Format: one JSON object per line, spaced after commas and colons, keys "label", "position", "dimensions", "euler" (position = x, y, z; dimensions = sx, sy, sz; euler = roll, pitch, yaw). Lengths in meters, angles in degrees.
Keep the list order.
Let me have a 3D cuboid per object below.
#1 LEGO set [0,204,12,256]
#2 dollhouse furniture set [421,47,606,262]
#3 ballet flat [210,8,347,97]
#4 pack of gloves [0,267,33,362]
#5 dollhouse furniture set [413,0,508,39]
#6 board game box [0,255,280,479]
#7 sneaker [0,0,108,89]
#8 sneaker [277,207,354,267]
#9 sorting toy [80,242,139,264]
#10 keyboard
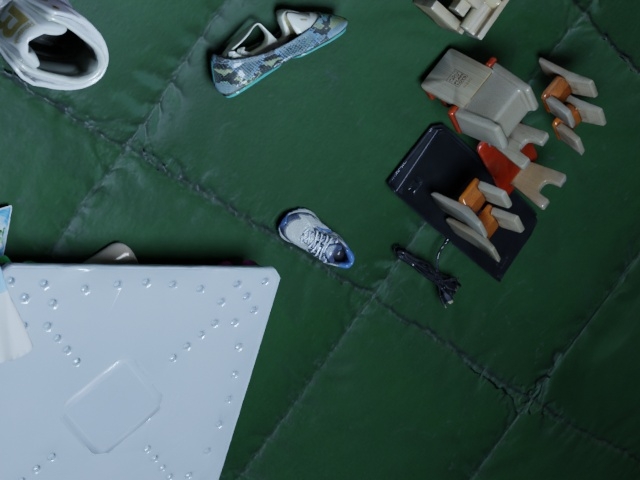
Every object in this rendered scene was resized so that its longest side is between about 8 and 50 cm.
{"label": "LEGO set", "position": [-0.428, 0.026, 1.561], "dimensions": [0.182, 0.060, 0.244], "euler": [-24, 134, -59]}
{"label": "dollhouse furniture set", "position": [0.247, -0.147, 1.934], "dimensions": [0.262, 0.135, 0.259], "euler": [-51, 147, -9]}
{"label": "ballet flat", "position": [-0.051, -0.240, 1.678], "dimensions": [0.188, 0.070, 0.070], "euler": [-34, 134, -20]}
{"label": "pack of gloves", "position": [-0.417, 0.086, 1.495], "dimensions": [0.195, 0.046, 0.232], "euler": [-32, 132, -23]}
{"label": "dollhouse furniture set", "position": [0.170, -0.346, 1.740], "dimensions": [0.151, 0.144, 0.123], "euler": [35, 89, -31]}
{"label": "board game box", "position": [-0.268, 0.197, 1.749], "dimensions": [0.390, 0.050, 0.390], "euler": [2, 115, -37]}
{"label": "sneaker", "position": [-0.330, -0.250, 1.373], "dimensions": [0.292, 0.169, 0.108], "euler": [28, 101, -44]}
{"label": "sneaker", "position": [0.000, 0.000, 1.880], "dimensions": [0.135, 0.058, 0.052], "euler": [27, 100, -45]}
{"label": "sorting toy", "position": [-0.288, 0.124, 1.757], "dimensions": [0.193, 0.038, 0.208], "euler": [-35, 130, -15]}
{"label": "keyboard", "position": [0.191, -0.022, 2.037], "dimensions": [0.201, 0.033, 0.317], "euler": [-56, 135, -3]}
